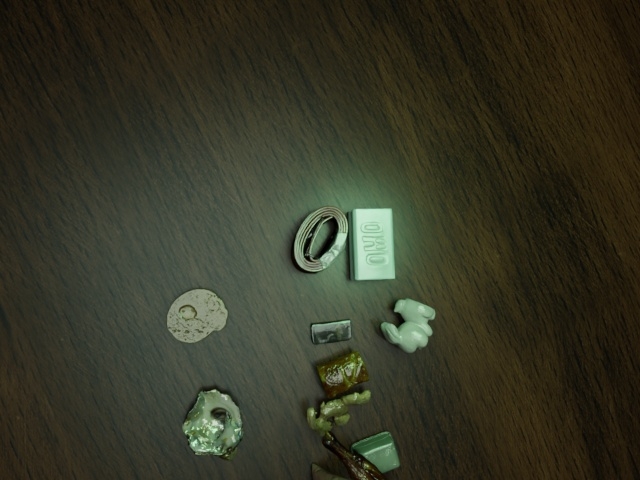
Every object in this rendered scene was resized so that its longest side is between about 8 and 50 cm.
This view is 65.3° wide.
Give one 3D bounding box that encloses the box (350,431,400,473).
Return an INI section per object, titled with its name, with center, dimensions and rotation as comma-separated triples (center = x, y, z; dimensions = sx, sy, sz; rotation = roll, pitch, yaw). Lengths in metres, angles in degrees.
[box]
center = 0.208, 0.795, 1.838
dimensions = 0.172, 0.093, 0.124
rotation = -17, 90, -12

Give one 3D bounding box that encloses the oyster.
[oyster]
center = -0.366, 0.638, 1.740
dimensions = 0.214, 0.083, 0.223
rotation = 23, 77, -13

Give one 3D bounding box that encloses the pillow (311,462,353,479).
[pillow]
center = 0.058, 0.916, 1.749
dimensions = 0.084, 0.236, 0.224
rotation = -12, 95, -44

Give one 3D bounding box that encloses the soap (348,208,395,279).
[soap]
center = 0.192, 0.016, 1.889
dimensions = 0.159, 0.087, 0.266
rotation = -1, 86, -12

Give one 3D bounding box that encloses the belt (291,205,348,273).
[belt]
center = 0.000, 0.000, 1.845
dimensions = 0.183, 0.105, 0.262
rotation = 26, 79, -6

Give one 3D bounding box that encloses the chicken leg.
[chicken leg]
center = 0.151, 0.798, 1.700
dimensions = 0.407, 0.158, 0.096
rotation = 42, 74, 2

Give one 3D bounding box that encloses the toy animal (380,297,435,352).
[toy animal]
center = 0.332, 0.313, 1.878
dimensions = 0.178, 0.127, 0.193
rotation = 33, 82, -6

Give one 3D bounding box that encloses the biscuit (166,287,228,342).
[biscuit]
center = -0.439, 0.264, 1.764
dimensions = 0.208, 0.049, 0.181
rotation = -31, 93, -12

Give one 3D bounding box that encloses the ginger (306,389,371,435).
[ginger]
center = 0.071, 0.625, 1.826
dimensions = 0.258, 0.065, 0.150
rotation = -19, 126, -18

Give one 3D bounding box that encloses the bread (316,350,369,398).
[bread]
center = 0.082, 0.491, 1.827
dimensions = 0.172, 0.103, 0.132
rotation = -20, 90, -8

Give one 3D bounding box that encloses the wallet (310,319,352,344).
[wallet]
center = 0.041, 0.343, 1.873
dimensions = 0.156, 0.018, 0.082
rotation = -3, 87, -13
